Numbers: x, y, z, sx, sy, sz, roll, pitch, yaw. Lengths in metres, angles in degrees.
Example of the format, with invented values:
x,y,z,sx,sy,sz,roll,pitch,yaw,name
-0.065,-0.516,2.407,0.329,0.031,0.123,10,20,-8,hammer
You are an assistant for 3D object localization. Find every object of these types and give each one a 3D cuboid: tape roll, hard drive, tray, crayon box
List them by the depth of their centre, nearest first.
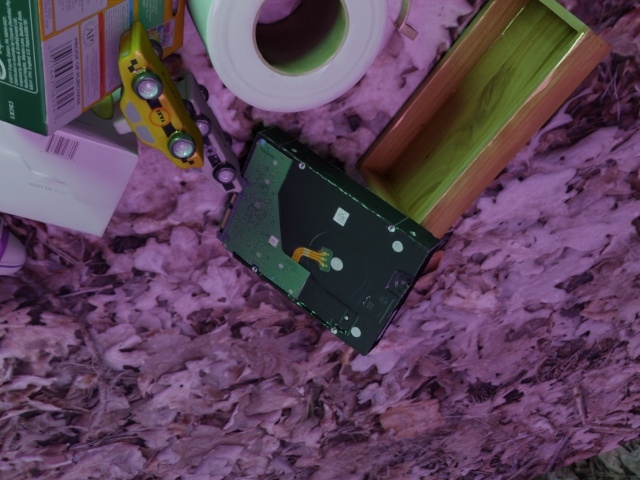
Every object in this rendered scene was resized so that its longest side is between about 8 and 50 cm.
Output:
x,y,z,sx,sy,sz,roll,pitch,yaw,name
-0.278,-0.291,0.916,0.083,0.323,0.203,20,127,11,crayon box
-0.051,-0.319,1.000,0.246,0.169,0.246,-13,133,-14,tape roll
0.242,-0.202,1.181,0.076,0.202,0.411,20,120,-39,tray
0.000,0.000,1.213,0.064,0.339,0.236,-32,153,-55,hard drive

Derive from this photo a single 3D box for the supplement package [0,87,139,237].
x,y,z,sx,sy,sz,roll,pitch,yaw,name
-0.375,-0.142,1.021,0.194,0.203,0.149,17,121,-31,supplement package

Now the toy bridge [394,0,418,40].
x,y,z,sx,sy,sz,roll,pitch,yaw,name
0.173,-0.396,1.116,0.063,0.026,0.188,24,117,-32,toy bridge

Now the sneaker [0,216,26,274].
x,y,z,sx,sy,sz,roll,pitch,yaw,name
-0.522,-0.066,1.104,0.161,0.102,0.282,-37,131,8,sneaker

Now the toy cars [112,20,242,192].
x,y,z,sx,sy,sz,roll,pitch,yaw,name
-0.206,-0.162,1.039,0.087,0.176,0.394,-19,173,6,toy cars
